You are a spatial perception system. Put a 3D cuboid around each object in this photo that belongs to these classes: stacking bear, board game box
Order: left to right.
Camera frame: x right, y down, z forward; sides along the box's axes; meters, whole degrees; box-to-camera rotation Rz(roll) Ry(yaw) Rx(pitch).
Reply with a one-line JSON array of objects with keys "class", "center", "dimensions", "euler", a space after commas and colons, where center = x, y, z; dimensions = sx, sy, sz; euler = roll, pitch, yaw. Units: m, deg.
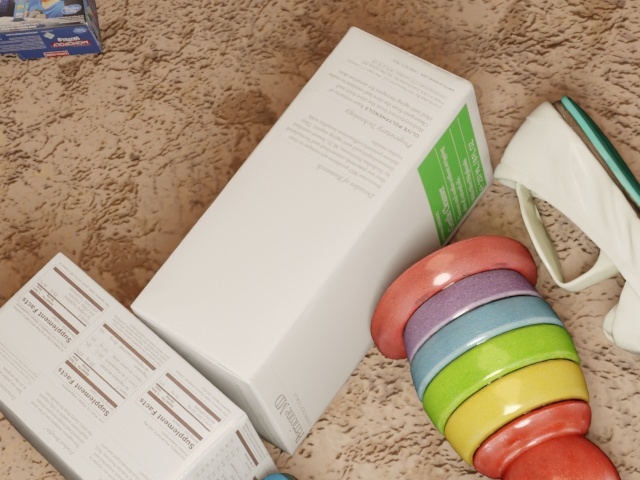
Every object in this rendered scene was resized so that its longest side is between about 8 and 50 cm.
[{"class": "board game box", "center": [-0.343, -0.305, 2.068], "dimensions": [0.194, 0.060, 0.194], "euler": [-3, 60, 12]}, {"class": "stacking bear", "center": [0.180, 0.154, 1.644], "dimensions": [0.175, 0.164, 0.289], "euler": [-26, 64, -2]}]

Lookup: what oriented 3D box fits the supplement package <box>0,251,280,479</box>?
[{"class": "supplement package", "center": [-0.184, 0.176, 1.683], "dimensions": [0.145, 0.204, 0.262], "euler": [-44, 61, -13]}]

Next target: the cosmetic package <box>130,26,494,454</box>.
[{"class": "cosmetic package", "center": [0.000, 0.000, 1.742], "dimensions": [0.155, 0.197, 0.365], "euler": [29, 73, 24]}]

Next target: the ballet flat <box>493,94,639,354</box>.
[{"class": "ballet flat", "center": [0.300, 0.027, 1.710], "dimensions": [0.139, 0.139, 0.400], "euler": [-32, 55, -5]}]

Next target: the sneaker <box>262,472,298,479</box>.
[{"class": "sneaker", "center": [-0.093, 0.377, 1.595], "dimensions": [0.140, 0.125, 0.341], "euler": [40, 94, -11]}]
